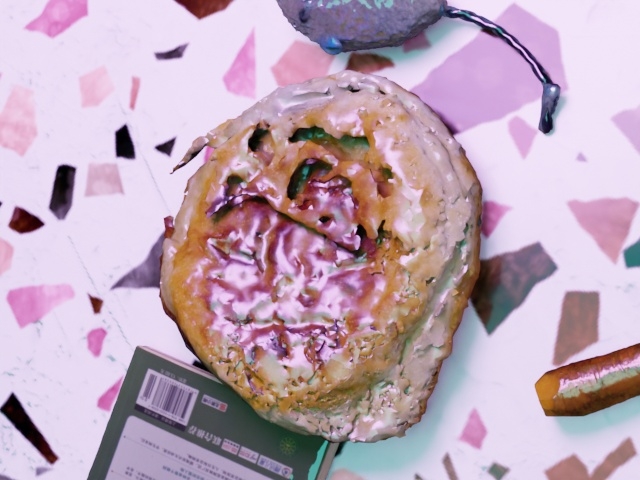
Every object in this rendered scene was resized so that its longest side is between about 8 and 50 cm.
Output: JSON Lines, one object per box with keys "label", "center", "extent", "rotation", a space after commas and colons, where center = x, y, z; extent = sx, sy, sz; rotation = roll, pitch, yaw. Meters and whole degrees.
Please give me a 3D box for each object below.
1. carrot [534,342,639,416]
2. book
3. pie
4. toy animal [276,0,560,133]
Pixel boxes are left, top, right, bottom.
{"label": "carrot", "center": [0.240, 0.089, 0.953], "extent": [0.170, 0.042, 0.042], "rotation": [-24, 75, 15]}
{"label": "book", "center": [-0.116, 0.245, 1.087], "extent": [0.202, 0.027, 0.264], "rotation": [20, 91, 22]}
{"label": "pie", "center": [0.000, 0.000, 1.035], "extent": [0.308, 0.085, 0.308], "rotation": [-5, 78, 23]}
{"label": "toy animal", "center": [0.082, -0.171, 1.045], "extent": [0.253, 0.070, 0.079], "rotation": [21, 127, 12]}
